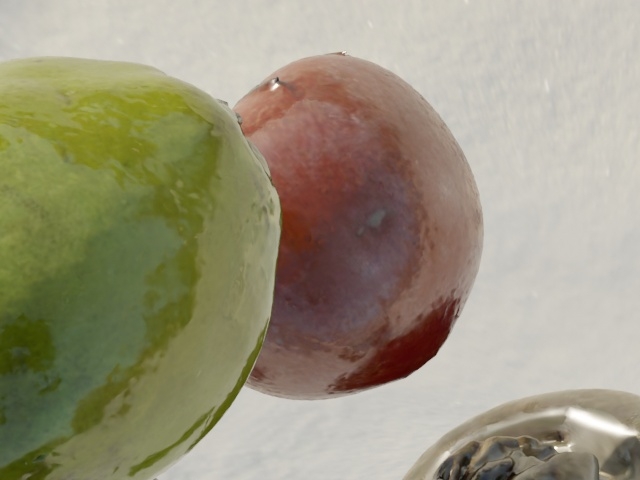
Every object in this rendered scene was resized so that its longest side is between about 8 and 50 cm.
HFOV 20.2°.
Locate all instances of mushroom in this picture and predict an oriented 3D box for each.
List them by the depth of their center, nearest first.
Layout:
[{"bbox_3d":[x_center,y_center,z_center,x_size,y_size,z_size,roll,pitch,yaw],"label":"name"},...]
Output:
[{"bbox_3d":[0.194,0.271,1.535,0.362,0.294,0.362,-20,37,16],"label":"mushroom"}]

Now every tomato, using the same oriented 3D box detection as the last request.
[{"bbox_3d":[0.000,0.000,1.363,0.265,0.265,0.264,-1,83,9],"label":"tomato"}]

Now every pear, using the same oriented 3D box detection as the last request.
[{"bbox_3d":[-0.139,0.026,0.837,0.269,0.212,0.212,-39,79,-10],"label":"pear"}]

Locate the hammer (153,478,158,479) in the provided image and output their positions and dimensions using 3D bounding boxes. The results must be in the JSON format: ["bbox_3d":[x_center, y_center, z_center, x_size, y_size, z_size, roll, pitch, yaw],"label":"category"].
[{"bbox_3d":[-0.289,0.148,1.688,0.095,0.409,0.242,-29,34,33],"label":"hammer"}]
